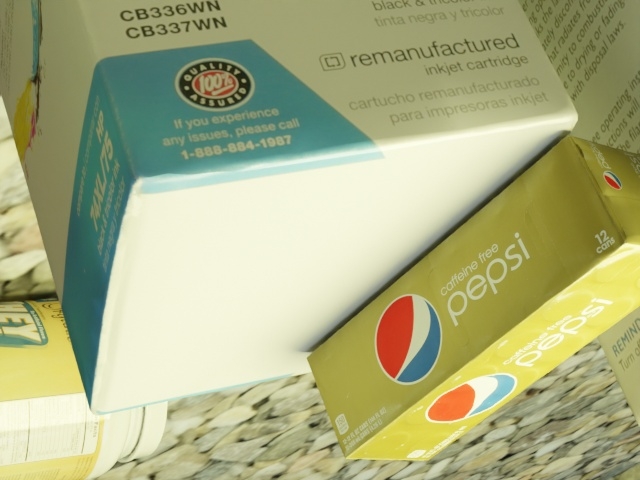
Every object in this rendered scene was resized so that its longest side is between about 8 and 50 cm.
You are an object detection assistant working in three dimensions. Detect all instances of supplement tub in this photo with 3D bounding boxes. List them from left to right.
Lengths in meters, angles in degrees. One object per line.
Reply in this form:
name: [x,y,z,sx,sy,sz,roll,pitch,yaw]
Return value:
supplement tub: [-0.232,0.118,1.077,0.199,0.144,0.144,-4,148,-31]

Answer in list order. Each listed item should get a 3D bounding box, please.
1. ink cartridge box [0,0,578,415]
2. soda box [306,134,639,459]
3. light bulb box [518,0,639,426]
ink cartridge box: [-0.043,-0.093,0.688,0.198,0.270,0.197,-10,150,-21]
soda box: [0.078,0.032,0.638,0.061,0.058,0.181,9,138,-43]
light bulb box: [0.278,-0.139,0.732,0.357,0.361,0.225,-9,152,-23]
